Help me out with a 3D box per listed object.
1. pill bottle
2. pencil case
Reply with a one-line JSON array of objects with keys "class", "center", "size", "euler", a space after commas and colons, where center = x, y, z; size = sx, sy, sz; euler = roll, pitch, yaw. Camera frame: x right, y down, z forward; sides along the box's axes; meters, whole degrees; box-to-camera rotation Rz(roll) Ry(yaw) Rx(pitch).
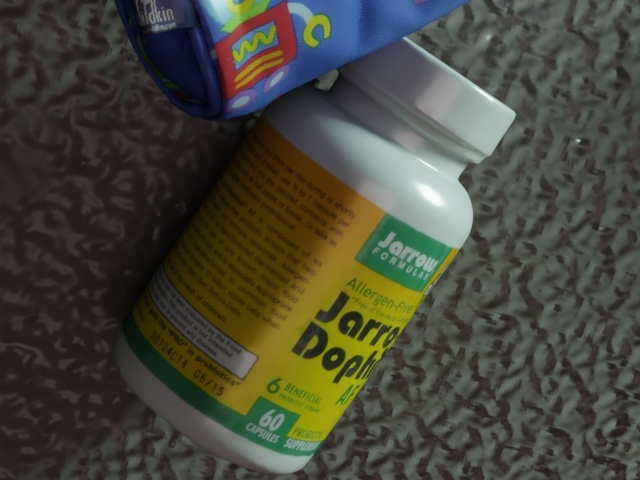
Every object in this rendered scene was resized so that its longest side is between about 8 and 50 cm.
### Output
[{"class": "pill bottle", "center": [0.000, 0.000, 0.717], "size": [0.118, 0.117, 0.208], "euler": [31, 99, -23]}, {"class": "pencil case", "center": [0.042, -0.168, 0.642], "size": [0.306, 0.119, 0.133], "euler": [-30, 129, -12]}]
